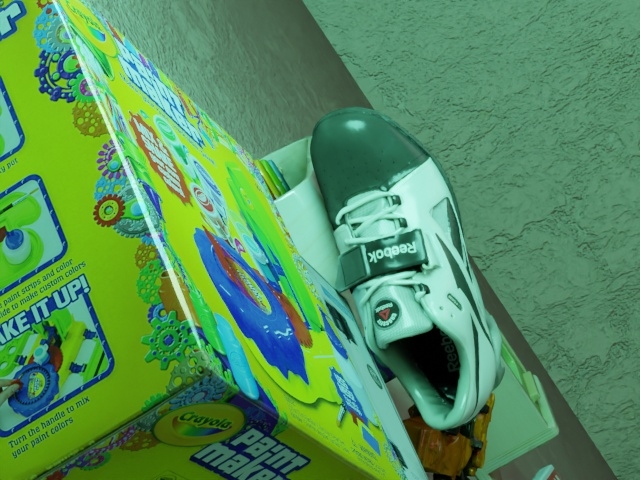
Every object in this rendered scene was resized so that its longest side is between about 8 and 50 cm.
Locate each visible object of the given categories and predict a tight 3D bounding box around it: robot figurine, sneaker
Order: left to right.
[{"bbox_3d":[0.081,0.029,1.601,0.330,0.122,0.146,62,22,-9],"label":"sneaker"},{"bbox_3d":[0.131,0.190,1.852,0.291,0.085,0.211,43,57,-70],"label":"robot figurine"}]

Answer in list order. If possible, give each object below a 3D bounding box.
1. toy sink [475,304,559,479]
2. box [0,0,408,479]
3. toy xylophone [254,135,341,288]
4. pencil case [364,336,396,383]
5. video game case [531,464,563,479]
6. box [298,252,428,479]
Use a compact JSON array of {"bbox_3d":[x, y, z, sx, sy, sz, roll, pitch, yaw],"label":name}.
[{"bbox_3d":[0.237,0.222,2.302,0.234,0.131,0.153,56,11,-21],"label":"toy sink"},{"bbox_3d":[-0.119,0.045,0.947,0.279,0.177,0.290,63,11,28],"label":"box"},{"bbox_3d":[0.000,0.000,1.784,0.236,0.081,0.323,60,7,-4],"label":"toy xylophone"},{"bbox_3d":[0.104,0.108,1.926,0.064,0.151,0.070,54,5,-27],"label":"pencil case"},{"bbox_3d":[0.322,0.443,2.062,0.285,0.025,0.204,54,39,-4],"label":"video game case"},{"bbox_3d":[0.007,0.154,1.496,0.169,0.087,0.290,46,17,-53],"label":"box"}]
